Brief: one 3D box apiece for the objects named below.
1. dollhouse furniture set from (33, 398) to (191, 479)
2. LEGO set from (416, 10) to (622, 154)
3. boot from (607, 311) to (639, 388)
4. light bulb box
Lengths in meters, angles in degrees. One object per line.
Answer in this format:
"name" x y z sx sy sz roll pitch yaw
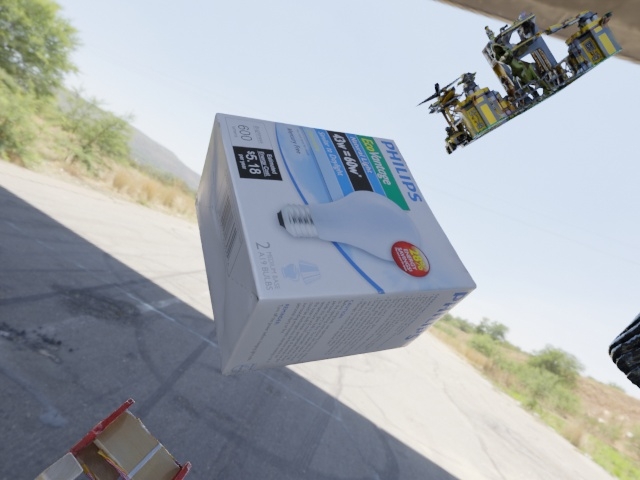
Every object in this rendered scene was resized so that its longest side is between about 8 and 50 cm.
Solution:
"dollhouse furniture set" -0.430 0.482 0.714 0.201 0.152 0.374 48 20 1
"LEGO set" 0.349 -0.336 0.784 0.192 0.331 0.255 60 14 1
"boot" 0.486 0.110 0.392 0.131 0.260 0.348 19 15 -9
"light bulb box" 0.000 0.000 0.707 0.361 0.225 0.358 0 53 -28
